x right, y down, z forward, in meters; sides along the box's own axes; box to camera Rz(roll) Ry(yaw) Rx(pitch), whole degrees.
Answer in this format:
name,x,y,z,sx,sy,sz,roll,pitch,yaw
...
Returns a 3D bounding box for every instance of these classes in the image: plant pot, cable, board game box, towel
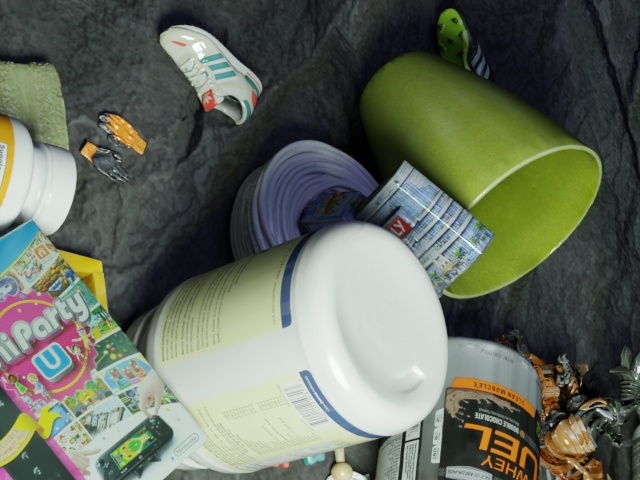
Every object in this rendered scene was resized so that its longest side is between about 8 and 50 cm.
name,x,y,z,sx,sy,sz,roll,pitch,yaw
plant pot,0.186,-0.119,1.955,0.275,0.275,0.293,-6,47,-42
cable,0.000,0.000,1.867,0.257,0.089,0.257,14,63,-36
board game box,0.083,-0.005,1.776,0.194,0.194,0.060,38,49,-4
board game box,-0.298,0.161,1.461,0.303,0.097,0.224,51,47,1
towel,-0.347,-0.140,1.662,0.110,0.027,0.148,-2,75,-41

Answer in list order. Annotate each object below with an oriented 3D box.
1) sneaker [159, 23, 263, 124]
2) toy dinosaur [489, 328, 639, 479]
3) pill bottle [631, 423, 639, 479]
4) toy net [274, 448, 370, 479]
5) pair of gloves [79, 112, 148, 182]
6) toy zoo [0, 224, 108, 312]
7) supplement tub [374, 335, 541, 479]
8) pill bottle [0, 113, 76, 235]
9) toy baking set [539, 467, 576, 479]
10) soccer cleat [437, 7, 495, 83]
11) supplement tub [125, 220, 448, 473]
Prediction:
name,x,y,z,sx,sy,sz,roll,pitch,yaw
sneaker,-0.145,-0.213,1.846,0.161,0.057,0.075,37,47,-28
toy dinosaur,0.360,0.268,2.043,0.218,0.164,0.322,-23,94,-34
pill bottle,0.556,0.364,2.143,0.176,0.176,0.318,25,58,-32
toy net,0.004,0.273,1.788,0.122,0.045,0.232,-41,101,-43
pair of gloves,-0.252,-0.114,1.746,0.074,0.010,0.083,40,52,-23
toy zoo,-0.319,0.118,1.578,0.192,0.030,0.293,4,70,-39
supplement tub,0.169,0.306,1.779,0.207,0.207,0.338,33,45,-27
pill bottle,-0.392,-0.079,1.518,0.246,0.136,0.136,15,64,-35
toy baking set,0.320,0.383,2.029,0.256,0.030,0.197,19,61,-35
soccer cleat,0.231,-0.275,2.207,0.072,0.060,0.179,-28,98,-53
supplement tub,-0.047,0.129,1.589,0.235,0.325,0.235,26,55,-43
